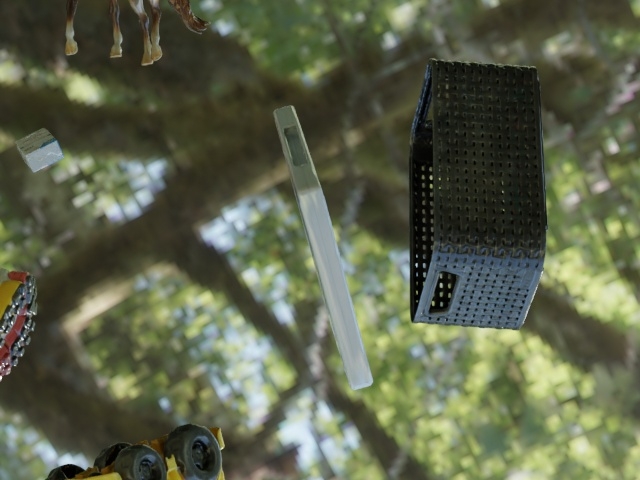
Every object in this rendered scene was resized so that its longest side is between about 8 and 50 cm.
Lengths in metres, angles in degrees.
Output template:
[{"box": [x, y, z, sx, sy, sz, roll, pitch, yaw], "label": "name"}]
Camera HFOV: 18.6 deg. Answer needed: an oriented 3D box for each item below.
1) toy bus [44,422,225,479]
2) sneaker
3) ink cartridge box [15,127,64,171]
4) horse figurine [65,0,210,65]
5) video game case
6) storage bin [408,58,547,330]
[{"box": [-0.198, 0.333, 2.248, 0.149, 0.211, 0.220, -17, 179, 35], "label": "toy bus"}, {"box": [-0.302, 0.109, 1.504, 0.093, 0.088, 0.225, 16, -130, 12], "label": "sneaker"}, {"box": [-0.386, -0.125, 2.684, 0.048, 0.028, 0.083, -27, -157, -10], "label": "ink cartridge box"}, {"box": [-0.208, -0.278, 2.084, 0.066, 0.174, 0.263, -2, 180, 25], "label": "horse figurine"}, {"box": [0.000, 0.000, 1.910, 0.025, 0.204, 0.285, -15, -160, 0], "label": "video game case"}, {"box": [0.115, -0.034, 1.466, 0.084, 0.122, 0.180, 4, -123, -5], "label": "storage bin"}]
